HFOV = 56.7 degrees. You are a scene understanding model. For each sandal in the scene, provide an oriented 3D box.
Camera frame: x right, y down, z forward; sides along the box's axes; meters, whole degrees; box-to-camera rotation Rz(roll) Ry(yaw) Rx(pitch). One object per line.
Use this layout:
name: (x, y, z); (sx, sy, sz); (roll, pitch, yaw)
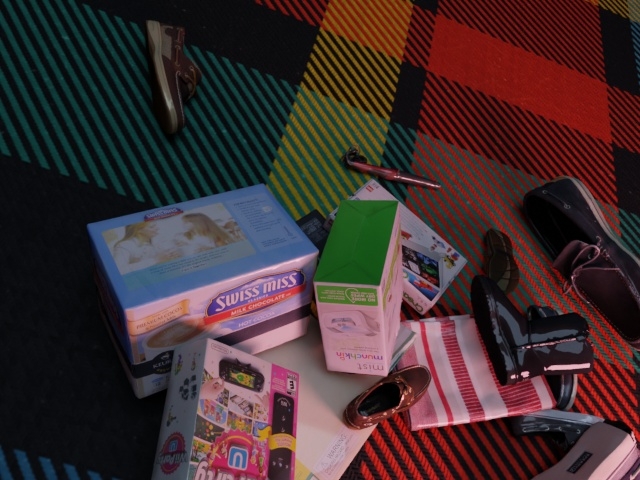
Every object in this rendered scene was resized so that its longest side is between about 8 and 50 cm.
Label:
sandal: (0.431, 0.057, 1.455); (0.090, 0.060, 0.219); (22, 41, -13)

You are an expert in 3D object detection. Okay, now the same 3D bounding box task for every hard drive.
hard drive: (0.000, 0.000, 1.358); (0.094, 0.022, 0.135); (-33, 74, -32)

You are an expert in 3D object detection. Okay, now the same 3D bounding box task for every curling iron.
curling iron: (0.184, -0.182, 1.524); (0.274, 0.035, 0.068); (16, 56, -9)

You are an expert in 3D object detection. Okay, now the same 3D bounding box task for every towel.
towel: (0.310, 0.264, 1.256); (0.329, 0.037, 0.237); (-4, 55, -13)
towel: (0.112, 0.195, 1.240); (0.152, 0.023, 0.113); (32, 60, 26)

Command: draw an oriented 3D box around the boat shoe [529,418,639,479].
boat shoe: (0.515, 0.518, 1.163); (0.340, 0.127, 0.158); (-33, 101, -14)

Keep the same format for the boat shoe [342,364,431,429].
boat shoe: (0.138, 0.295, 1.131); (0.207, 0.073, 0.073); (-26, 66, -30)

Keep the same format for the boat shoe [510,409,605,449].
boat shoe: (0.510, 0.404, 1.256); (0.228, 0.080, 0.076); (14, 62, -9)

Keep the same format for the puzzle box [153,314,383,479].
puzzle box: (-0.068, 0.346, 1.106); (0.272, 0.052, 0.409); (41, 56, 7)

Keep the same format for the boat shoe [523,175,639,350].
boat shoe: (0.661, 0.052, 1.464); (0.156, 0.187, 0.500); (-10, 58, -18)

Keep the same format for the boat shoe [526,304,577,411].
boat shoe: (0.514, 0.256, 1.334); (0.079, 0.095, 0.254); (16, 55, -11)

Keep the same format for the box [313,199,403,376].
box: (0.087, 0.086, 1.151); (0.126, 0.231, 0.262); (3, 38, 14)

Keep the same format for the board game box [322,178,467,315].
board game box: (0.177, 0.007, 1.382); (0.305, 0.053, 0.193); (42, 49, 8)

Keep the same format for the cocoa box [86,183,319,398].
cocoa box: (-0.211, 0.077, 1.079); (0.347, 0.228, 0.231); (-16, 46, -27)

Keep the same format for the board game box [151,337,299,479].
board game box: (-0.143, 0.336, 0.934); (0.224, 0.097, 0.303); (32, 49, -40)

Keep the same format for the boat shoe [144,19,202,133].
boat shoe: (-0.345, -0.401, 1.429); (0.123, 0.123, 0.342); (-5, 56, -20)

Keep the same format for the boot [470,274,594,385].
boot: (0.448, 0.177, 1.258); (0.207, 0.094, 0.246); (-9, 65, -10)
